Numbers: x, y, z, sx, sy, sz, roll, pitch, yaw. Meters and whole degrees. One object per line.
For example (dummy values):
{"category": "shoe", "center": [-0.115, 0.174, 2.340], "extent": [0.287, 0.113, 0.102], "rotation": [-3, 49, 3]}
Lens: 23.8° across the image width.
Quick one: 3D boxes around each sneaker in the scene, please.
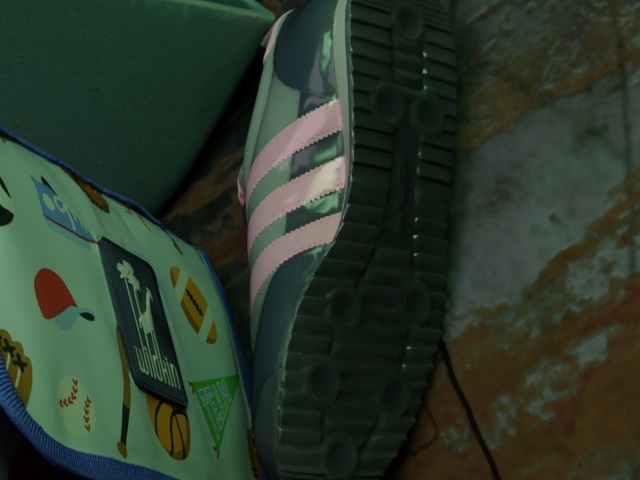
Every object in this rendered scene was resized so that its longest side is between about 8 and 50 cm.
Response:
{"category": "sneaker", "center": [0.000, 0.000, 0.904], "extent": [0.131, 0.112, 0.319], "rotation": [-10, 65, 50]}

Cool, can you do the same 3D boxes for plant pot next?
{"category": "plant pot", "center": [-0.228, -0.099, 1.008], "extent": [0.247, 0.248, 0.252], "rotation": [38, 114, 38]}

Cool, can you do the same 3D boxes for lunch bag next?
{"category": "lunch bag", "center": [-0.185, 0.143, 0.816], "extent": [0.239, 0.328, 0.385], "rotation": [9, 78, 24]}
